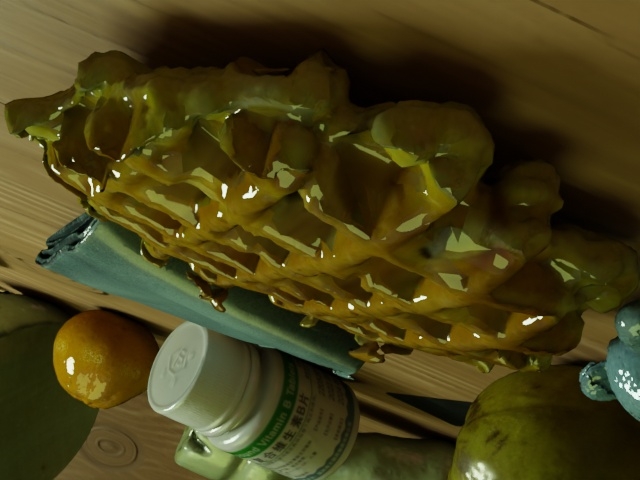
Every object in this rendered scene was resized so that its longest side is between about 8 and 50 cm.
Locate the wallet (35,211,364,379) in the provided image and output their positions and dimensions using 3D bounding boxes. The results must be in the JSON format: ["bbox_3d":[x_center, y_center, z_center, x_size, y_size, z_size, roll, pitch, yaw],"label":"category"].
[{"bbox_3d":[-0.117,0.048,0.791,0.251,0.054,0.290,28,163,-19],"label":"wallet"}]

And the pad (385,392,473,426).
[{"bbox_3d":[0.172,0.206,1.035,0.116,0.004,0.193,29,162,-25],"label":"pad"}]

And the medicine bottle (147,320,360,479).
[{"bbox_3d":[-0.077,0.190,1.047,0.237,0.139,0.139,34,159,-33],"label":"medicine bottle"}]

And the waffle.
[{"bbox_3d":[0.000,0.000,0.471,0.325,0.068,0.302,14,162,27],"label":"waffle"}]

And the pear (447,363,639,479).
[{"bbox_3d":[0.174,0.162,0.641,0.162,0.149,0.149,1,157,22],"label":"pear"}]

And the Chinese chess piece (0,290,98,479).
[{"bbox_3d":[-0.518,0.254,1.403,0.146,0.349,0.349,20,166,34],"label":"Chinese chess piece"}]

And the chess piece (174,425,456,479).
[{"bbox_3d":[0.018,0.335,1.278,0.442,0.234,0.234,25,163,-5],"label":"chess piece"}]

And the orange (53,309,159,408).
[{"bbox_3d":[-0.313,0.176,1.283,0.159,0.136,0.159,19,161,7],"label":"orange"}]

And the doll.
[{"bbox_3d":[0.192,0.064,0.427,0.120,0.075,0.180,11,162,15],"label":"doll"}]
